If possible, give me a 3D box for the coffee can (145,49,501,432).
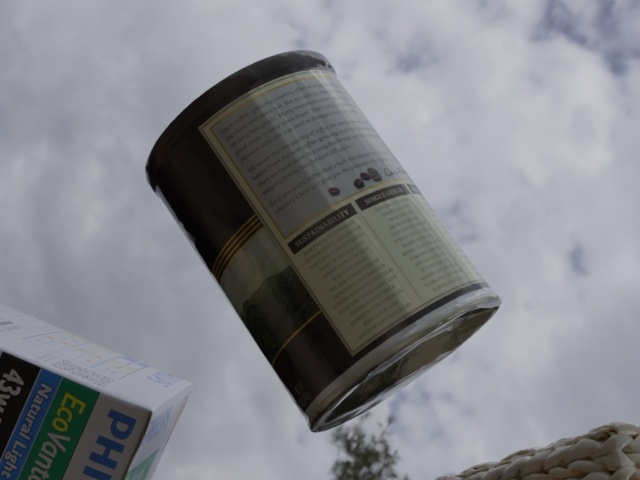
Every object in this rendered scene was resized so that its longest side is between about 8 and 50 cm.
[{"bbox_3d":[0.000,0.000,0.984,0.275,0.201,0.201,55,-35,16],"label":"coffee can"}]

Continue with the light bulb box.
[{"bbox_3d":[-0.365,0.204,1.238,0.361,0.225,0.358,23,-2,1],"label":"light bulb box"}]

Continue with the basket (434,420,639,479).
[{"bbox_3d":[0.305,0.335,1.063,0.328,0.266,0.331,7,-24,-30],"label":"basket"}]
